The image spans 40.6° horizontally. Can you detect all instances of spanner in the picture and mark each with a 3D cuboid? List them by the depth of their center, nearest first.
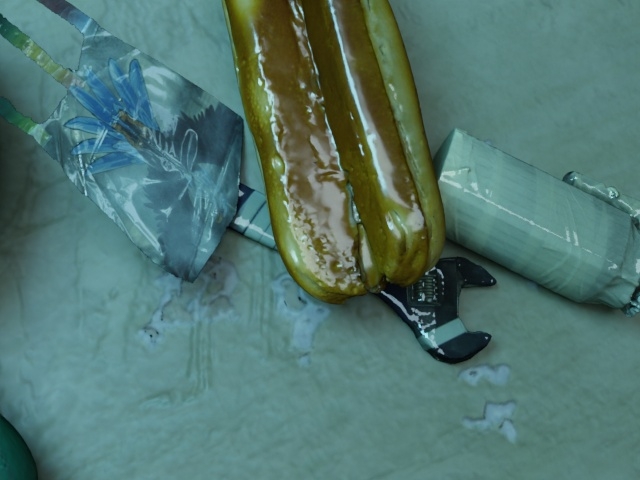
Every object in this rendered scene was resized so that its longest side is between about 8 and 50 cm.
[{"bbox_3d":[0.000,0.000,0.700,0.316,0.024,0.087,27,73,-1],"label":"spanner"}]

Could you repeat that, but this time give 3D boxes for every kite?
[{"bbox_3d":[-0.169,-0.098,0.593,0.310,0.015,0.169,33,51,-34],"label":"kite"}]

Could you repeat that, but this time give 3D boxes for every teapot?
[{"bbox_3d":[0.183,-0.021,0.708,0.200,0.077,0.107,27,56,-2],"label":"teapot"}]

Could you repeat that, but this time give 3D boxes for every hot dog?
[{"bbox_3d":[0.005,-0.121,0.669,0.135,0.100,0.337,-19,80,20],"label":"hot dog"}]

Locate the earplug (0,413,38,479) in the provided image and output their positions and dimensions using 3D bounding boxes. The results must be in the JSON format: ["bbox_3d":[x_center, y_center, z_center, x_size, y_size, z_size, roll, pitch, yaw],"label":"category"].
[{"bbox_3d":[-0.322,0.171,0.541,0.280,0.164,0.257,27,83,-15],"label":"earplug"}]
